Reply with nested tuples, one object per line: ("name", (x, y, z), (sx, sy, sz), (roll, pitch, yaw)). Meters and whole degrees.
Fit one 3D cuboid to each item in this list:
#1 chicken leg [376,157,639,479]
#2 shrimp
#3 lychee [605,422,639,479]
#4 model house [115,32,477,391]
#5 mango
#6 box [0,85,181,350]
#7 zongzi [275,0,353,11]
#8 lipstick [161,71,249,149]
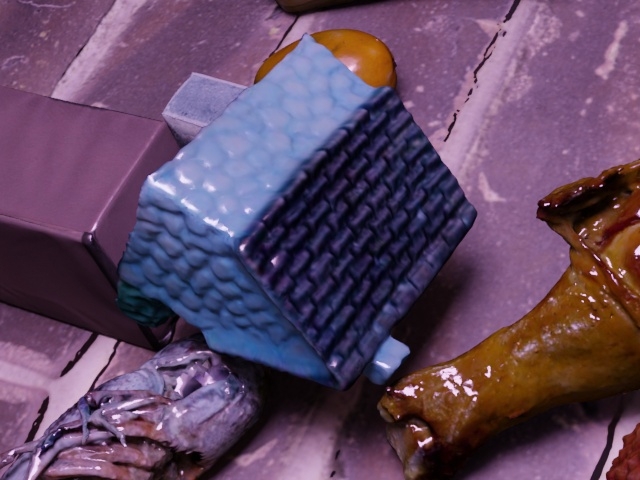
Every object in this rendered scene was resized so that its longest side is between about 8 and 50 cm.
("chicken leg", (0.207, 0.051, 0.941), (0.361, 0.211, 0.140), (-23, 21, -4))
("shrimp", (-0.192, 0.190, 0.986), (0.137, 0.172, 0.372), (30, 59, 29))
("lychee", (0.285, 0.194, 0.829), (0.188, 0.188, 0.188), (-9, 50, 11))
("model house", (0.000, 0.000, 1.025), (0.241, 0.226, 0.261), (34, 54, 10))
("mango", (0.006, -0.177, 1.271), (0.163, 0.089, 0.111), (20, 50, 43))
("box", (-0.250, -0.028, 1.172), (0.252, 0.188, 0.153), (14, 58, 30))
("zongzi", (0.085, -0.303, 1.332), (0.260, 0.123, 0.289), (-33, 54, -4))
("lipstick", (-0.025, -0.096, 1.223), (0.290, 0.076, 0.077), (18, 59, 30))
